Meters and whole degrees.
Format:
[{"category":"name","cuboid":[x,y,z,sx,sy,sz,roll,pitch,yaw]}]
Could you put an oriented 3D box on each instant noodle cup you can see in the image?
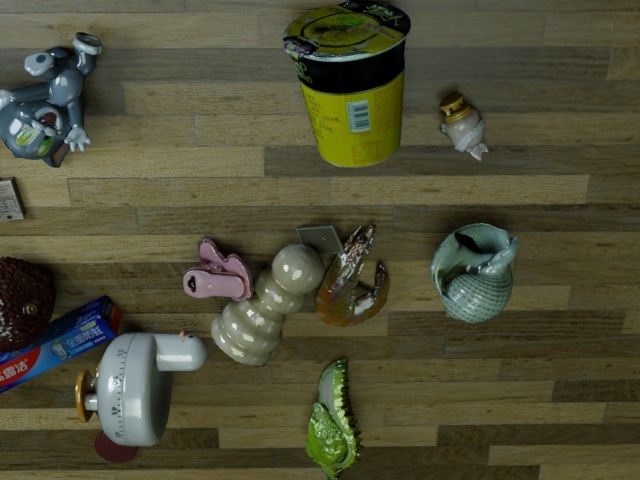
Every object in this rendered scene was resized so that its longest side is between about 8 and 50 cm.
[{"category":"instant noodle cup","cuboid":[0.055,-0.258,1.458,0.215,0.216,0.236,-7,126,3]}]

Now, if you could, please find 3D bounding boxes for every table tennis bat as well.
[{"category":"table tennis bat","cuboid":[-0.459,0.448,1.942,0.098,0.019,0.155,14,121,-8]}]

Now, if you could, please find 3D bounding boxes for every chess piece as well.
[{"category":"chess piece","cuboid":[-0.092,0.116,1.705,0.142,0.143,0.261,33,108,-18]}]

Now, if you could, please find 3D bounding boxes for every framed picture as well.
[{"category":"framed picture","cuboid":[0.000,0.000,1.679,0.089,0.007,0.066,-4,124,35]}]

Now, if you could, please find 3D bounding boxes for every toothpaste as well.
[{"category":"toothpaste","cuboid":[-0.562,0.219,1.776,0.320,0.076,0.066,-27,118,14]}]

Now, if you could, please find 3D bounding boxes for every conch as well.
[{"category":"conch","cuboid":[0.301,0.062,1.676,0.172,0.131,0.200,38,85,7]}]

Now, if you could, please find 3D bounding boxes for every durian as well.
[{"category":"durian","cuboid":[0.032,0.433,1.895,0.132,0.107,0.375,4,115,3]}]

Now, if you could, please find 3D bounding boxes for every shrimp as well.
[{"category":"shrimp","cuboid":[0.074,0.077,1.720,0.150,0.068,0.249,3,125,-17]}]

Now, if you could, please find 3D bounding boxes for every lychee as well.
[{"category":"lychee","cuboid":[-0.612,0.122,1.661,0.194,0.194,0.195,0,120,-1]}]

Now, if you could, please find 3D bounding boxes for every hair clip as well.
[{"category":"hair clip","cuboid":[-0.189,0.066,1.672,0.138,0.102,0.123,-1,116,12]}]

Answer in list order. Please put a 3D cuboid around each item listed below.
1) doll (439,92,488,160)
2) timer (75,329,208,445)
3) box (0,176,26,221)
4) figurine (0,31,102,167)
[{"category":"doll","cuboid":[0.256,-0.201,1.565,0.084,0.073,0.127,-10,121,43]},{"category":"timer","cuboid":[-0.347,0.297,1.737,0.239,0.233,0.234,0,120,3]},{"category":"box","cuboid":[-0.601,-0.078,1.637,0.053,0.024,0.083,-8,118,3]},{"category":"figurine","cuboid":[-0.483,-0.250,1.482,0.193,0.140,0.265,16,107,-36]}]
